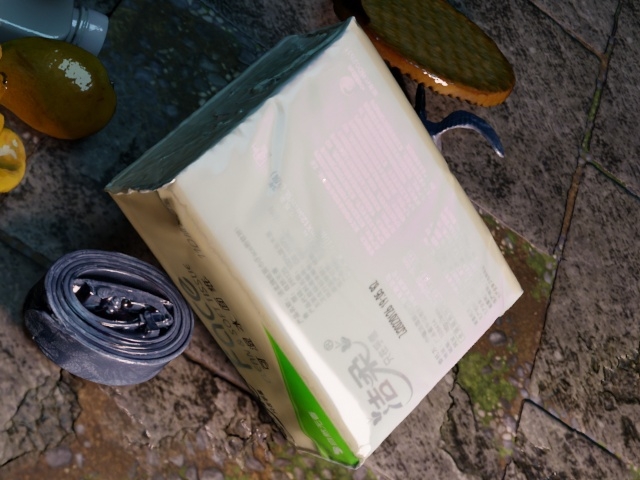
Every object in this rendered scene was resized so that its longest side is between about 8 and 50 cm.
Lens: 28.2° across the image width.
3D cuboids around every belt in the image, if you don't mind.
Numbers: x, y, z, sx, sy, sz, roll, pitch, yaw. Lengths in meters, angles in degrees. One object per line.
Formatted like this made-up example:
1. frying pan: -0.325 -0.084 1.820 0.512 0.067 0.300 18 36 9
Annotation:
1. belt: -0.241 0.085 1.450 0.190 0.082 0.141 20 49 -26

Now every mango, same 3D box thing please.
1. mango: -0.324 -0.189 1.538 0.165 0.089 0.115 35 92 -10

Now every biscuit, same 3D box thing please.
1. biscuit: 0.157 -0.308 1.933 0.317 0.040 0.318 24 32 -16

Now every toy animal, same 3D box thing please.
1. toy animal: 0.133 -0.146 1.814 0.239 0.255 0.176 -7 92 3

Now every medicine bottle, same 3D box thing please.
1. medicine bottle: -0.361 -0.283 1.590 0.183 0.069 0.119 17 45 -25

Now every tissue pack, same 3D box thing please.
1. tissue pack: 0.000 0.000 1.489 0.332 0.205 0.405 -43 113 -25

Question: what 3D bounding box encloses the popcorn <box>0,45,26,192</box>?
1. popcorn: -0.468 -0.140 1.312 0.315 0.281 0.297 -32 102 -30
